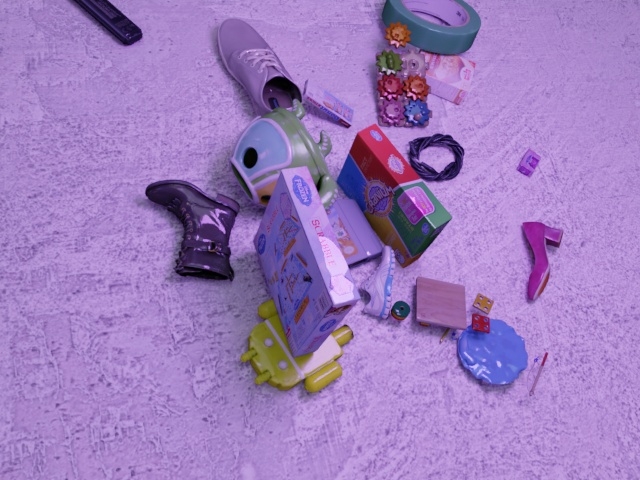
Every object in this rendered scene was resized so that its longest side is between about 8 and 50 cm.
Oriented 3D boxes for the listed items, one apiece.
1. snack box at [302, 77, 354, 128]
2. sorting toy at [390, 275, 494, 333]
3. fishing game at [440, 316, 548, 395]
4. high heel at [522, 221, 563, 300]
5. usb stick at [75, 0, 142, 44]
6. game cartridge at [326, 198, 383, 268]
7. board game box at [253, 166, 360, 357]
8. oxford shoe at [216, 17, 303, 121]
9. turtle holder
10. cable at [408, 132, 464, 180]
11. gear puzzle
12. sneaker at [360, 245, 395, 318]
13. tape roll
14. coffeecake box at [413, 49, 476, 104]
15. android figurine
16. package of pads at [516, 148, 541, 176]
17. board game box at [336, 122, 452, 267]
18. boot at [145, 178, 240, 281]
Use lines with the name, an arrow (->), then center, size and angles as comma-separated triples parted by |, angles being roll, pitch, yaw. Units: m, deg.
snack box -> 0.025, -0.400, 1.841 | 0.178, 0.022, 0.064 | 29, 52, -29
sorting toy -> 0.316, 0.172, 1.638 | 0.275, 0.046, 0.132 | 11, 52, -6
fishing game -> 0.443, 0.289, 1.623 | 0.264, 0.041, 0.189 | 27, 57, 11
high heel -> 0.596, 0.053, 1.782 | 0.117, 0.082, 0.244 | 16, 69, 26
usb stick -> -0.637, -0.672, 1.841 | 0.278, 0.045, 0.077 | 41, 53, 9
game cartridge -> 0.000, 0.000, 1.651 | 0.297, 0.062, 0.198 | -20, 74, -23
board game box -> -0.045, 0.056, 1.393 | 0.066, 0.318, 0.318 | -11, 66, -24
oxford shoe -> -0.168, -0.491, 1.824 | 0.169, 0.130, 0.449 | -18, 67, -21
turtle holder -> -0.090, -0.176, 1.630 | 0.227, 0.243, 0.320 | -30, 92, -13
cable -> 0.355, -0.248, 1.879 | 0.185, 0.047, 0.150 | -7, 65, -19
gear puzzle -> 0.256, -0.514, 1.929 | 0.176, 0.044, 0.338 | -1, 81, -9
sneaker -> 0.146, 0.102, 1.616 | 0.083, 0.071, 0.190 | 7, 73, 3
tape roll -> 0.365, -0.734, 2.077 | 0.321, 0.077, 0.321 | 9, 45, -9
coffeecake box -> 0.393, -0.539, 2.031 | 0.186, 0.068, 0.142 | 22, 58, -3
android figurine -> -0.059, 0.245, 1.504 | 0.273, 0.056, 0.248 | -25, 72, -27
package of pads -> 0.651, -0.241, 1.963 | 0.050, 0.032, 0.083 | 33, 60, 6
board game box -> 0.182, -0.111, 1.649 | 0.064, 0.242, 0.316 | -29, 73, -24
boot -> -0.323, -0.021, 1.552 | 0.263, 0.091, 0.229 | 14, 60, -10
